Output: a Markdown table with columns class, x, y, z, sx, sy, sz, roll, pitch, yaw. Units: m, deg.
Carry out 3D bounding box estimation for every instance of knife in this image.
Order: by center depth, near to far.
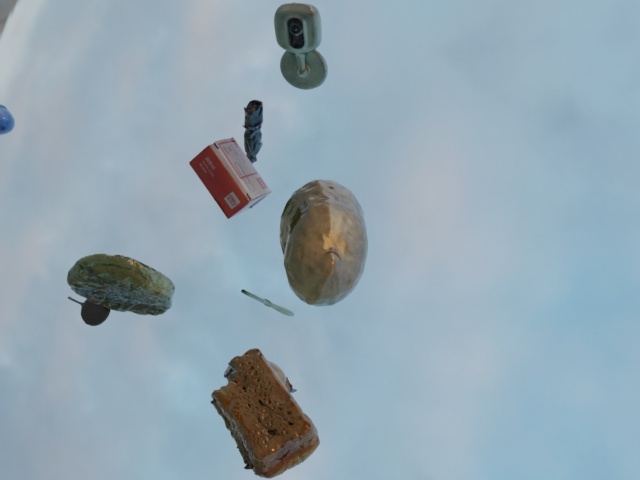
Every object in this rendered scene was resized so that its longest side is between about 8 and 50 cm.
| class | x | y | z | sx | sy | sz | roll | pitch | yaw |
| --- | --- | --- | --- | --- | --- | --- | --- | --- | --- |
| knife | -0.144 | 0.177 | 2.034 | 0.043 | 0.293 | 0.020 | 28 | -94 | 28 |

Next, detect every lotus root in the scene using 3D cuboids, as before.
| class | x | y | z | sx | sy | sz | roll | pitch | yaw |
| --- | --- | --- | --- | --- | --- | --- | --- | --- | --- |
| lotus root | -0.160 | 0.391 | 2.030 | 0.125 | 0.221 | 0.118 | -86 | -160 | -46 |

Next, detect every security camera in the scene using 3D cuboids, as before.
| class | x | y | z | sx | sy | sz | roll | pitch | yaw |
| --- | --- | --- | --- | --- | --- | --- | --- | --- | --- |
| security camera | -0.063 | -0.596 | 2.278 | 0.080 | 0.157 | 0.301 | -77 | 166 | -46 |

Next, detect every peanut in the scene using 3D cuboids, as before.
| class | x | y | z | sx | sy | sz | roll | pitch | yaw |
| --- | --- | --- | --- | --- | --- | --- | --- | --- | --- |
| peanut | 0.000 | 0.000 | 1.451 | 0.192 | 0.169 | 0.387 | -49 | -164 | 18 |

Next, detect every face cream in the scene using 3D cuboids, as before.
| class | x | y | z | sx | sy | sz | roll | pitch | yaw |
| --- | --- | --- | --- | --- | --- | --- | --- | --- | --- |
| face cream | -0.811 | -0.298 | 1.672 | 0.264 | 0.149 | 0.083 | 19 | -87 | 29 |

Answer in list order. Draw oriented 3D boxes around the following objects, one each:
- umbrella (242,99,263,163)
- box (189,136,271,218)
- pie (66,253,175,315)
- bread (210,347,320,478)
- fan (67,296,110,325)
| class | x | y | z | sx | sy | sz | roll | pitch | yaw |
| --- | --- | --- | --- | --- | --- | --- | --- | --- | --- |
| umbrella | -0.197 | -0.313 | 2.142 | 0.059 | 0.066 | 0.236 | 38 | -30 | 20 |
| box | -0.224 | -0.163 | 1.837 | 0.099 | 0.133 | 0.182 | -35 | -92 | 26 |
| pie | -0.486 | 0.114 | 1.790 | 0.277 | 0.277 | 0.078 | -19 | -127 | 48 |
| bread | -0.151 | 0.411 | 1.752 | 0.185 | 0.109 | 0.380 | -28 | -146 | -14 |
| fan | -0.611 | 0.174 | 1.908 | 0.133 | 0.005 | 0.085 | 20 | -104 | 17 |
